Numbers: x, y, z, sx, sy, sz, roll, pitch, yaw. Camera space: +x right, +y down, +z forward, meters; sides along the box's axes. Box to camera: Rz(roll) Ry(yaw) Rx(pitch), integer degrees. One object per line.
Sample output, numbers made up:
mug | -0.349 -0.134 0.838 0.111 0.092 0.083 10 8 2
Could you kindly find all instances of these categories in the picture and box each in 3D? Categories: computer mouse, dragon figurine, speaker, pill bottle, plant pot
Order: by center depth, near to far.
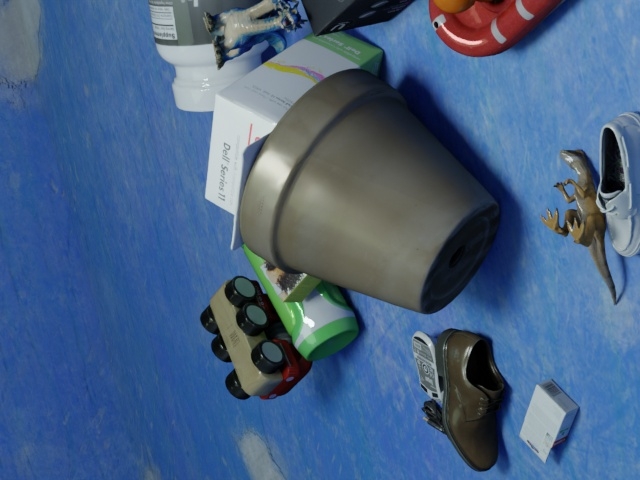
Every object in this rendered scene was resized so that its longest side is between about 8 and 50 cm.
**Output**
plant pot | 0.091 -0.045 1.704 0.280 0.323 0.323 34 136 26
dragon figurine | -0.100 -0.324 1.812 0.289 0.144 0.085 162 93 -85
computer mouse | 0.193 0.228 1.913 0.106 0.042 0.193 31 137 56
pill bottle | -0.192 -0.420 2.037 0.210 0.210 0.363 22 125 54
speaker | -0.047 0.066 2.144 0.296 0.131 0.131 60 149 20

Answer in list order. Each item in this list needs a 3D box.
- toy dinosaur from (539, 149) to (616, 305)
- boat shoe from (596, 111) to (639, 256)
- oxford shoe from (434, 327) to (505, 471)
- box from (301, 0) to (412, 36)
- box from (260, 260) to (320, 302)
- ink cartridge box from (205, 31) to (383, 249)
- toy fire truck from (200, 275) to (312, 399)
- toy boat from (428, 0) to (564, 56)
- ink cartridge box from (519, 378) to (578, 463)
toy dinosaur | 0.340 -0.015 1.485 0.064 0.112 0.211 -13 89 48
boat shoe | 0.363 -0.062 1.432 0.066 0.063 0.184 34 134 48
oxford shoe | 0.238 0.249 1.804 0.096 0.083 0.227 0 107 56
box | 0.075 -0.419 1.647 0.270 0.143 0.165 -31 78 61
box | 0.000 0.000 1.994 0.232 0.058 0.087 -49 60 24
ink cartridge box | -0.061 -0.161 1.792 0.119 0.353 0.207 30 134 21
toy fire truck | -0.083 0.193 2.207 0.158 0.246 0.217 -48 54 34
toy boat | 0.201 -0.320 1.476 0.151 0.151 0.231 66 150 11
ink cartridge box | 0.329 0.262 1.708 0.063 0.029 0.115 48 144 36
